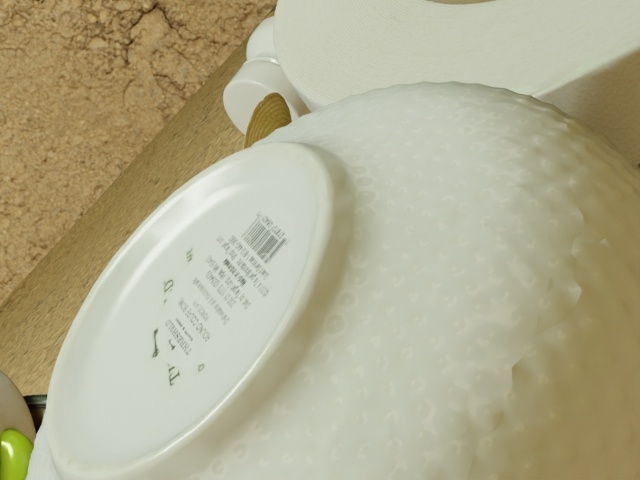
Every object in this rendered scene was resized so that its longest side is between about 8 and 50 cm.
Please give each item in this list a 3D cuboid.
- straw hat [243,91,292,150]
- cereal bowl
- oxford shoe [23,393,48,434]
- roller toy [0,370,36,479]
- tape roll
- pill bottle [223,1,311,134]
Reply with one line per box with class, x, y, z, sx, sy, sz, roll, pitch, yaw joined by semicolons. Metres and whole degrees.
straw hat;-0.022;-0.074;1.441;0.061;0.144;0.144;5;36;18
cereal bowl;-0.011;0.064;0.622;0.339;0.141;0.339;-35;33;26
oxford shoe;-0.305;0.222;1.474;0.227;0.083;0.096;-35;40;36
roller toy;-0.377;0.202;1.387;0.209;0.191;0.146;-41;-27;21
tape roll;0.151;-0.185;0.896;0.392;0.072;0.392;-24;35;18
pill bottle;-0.007;-0.212;1.664;0.131;0.131;0.229;-28;23;55
